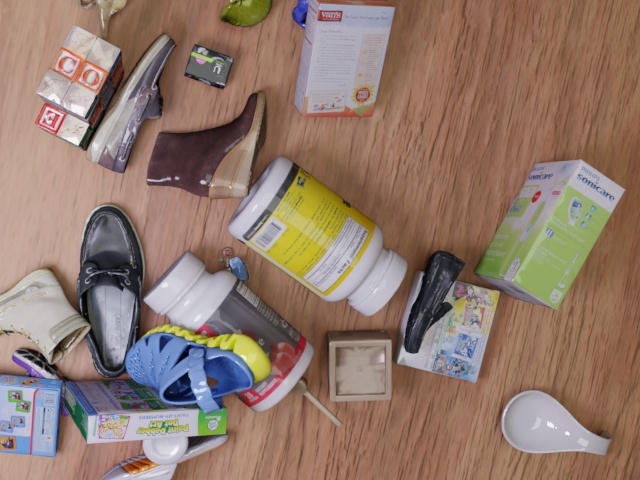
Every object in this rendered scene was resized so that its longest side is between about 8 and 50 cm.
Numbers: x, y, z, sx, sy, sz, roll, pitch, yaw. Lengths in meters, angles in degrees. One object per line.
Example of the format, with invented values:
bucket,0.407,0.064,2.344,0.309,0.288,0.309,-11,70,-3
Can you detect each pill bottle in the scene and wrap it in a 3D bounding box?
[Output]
pill bottle,-0.182,0.171,1.591,0.318,0.176,0.176,43,84,-11
pill bottle,0.000,0.000,1.614,0.334,0.188,0.188,36,86,-12
pill bottle,-0.303,0.373,1.589,0.086,0.152,0.086,-1,94,-12

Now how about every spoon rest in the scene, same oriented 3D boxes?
spoon rest,0.526,0.417,1.801,0.276,0.084,0.137,19,89,-13

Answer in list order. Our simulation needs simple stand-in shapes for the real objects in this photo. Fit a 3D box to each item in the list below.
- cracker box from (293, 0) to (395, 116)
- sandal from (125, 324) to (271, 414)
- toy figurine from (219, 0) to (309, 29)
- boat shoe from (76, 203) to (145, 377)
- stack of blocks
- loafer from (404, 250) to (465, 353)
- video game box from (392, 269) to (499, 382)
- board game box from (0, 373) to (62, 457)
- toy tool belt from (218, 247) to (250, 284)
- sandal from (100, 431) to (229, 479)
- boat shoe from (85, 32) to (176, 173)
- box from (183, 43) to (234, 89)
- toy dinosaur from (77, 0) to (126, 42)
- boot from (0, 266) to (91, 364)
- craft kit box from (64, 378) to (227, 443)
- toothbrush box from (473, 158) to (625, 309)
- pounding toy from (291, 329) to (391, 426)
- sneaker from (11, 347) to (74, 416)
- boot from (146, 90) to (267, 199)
cracker box,0.043,-0.359,1.600,0.155,0.067,0.232,-3,126,-21
sandal,-0.245,0.233,1.451,0.138,0.317,0.126,-48,121,-42
toy figurine,0.006,-0.486,1.595,0.362,0.191,0.217,-45,105,-5
boat shoe,-0.406,0.101,1.572,0.127,0.113,0.340,3,92,-10
stack of blocks,-0.428,-0.261,1.453,0.087,0.297,0.171,27,86,-12
loafer,0.234,0.132,1.680,0.078,0.076,0.223,21,85,-2
video game box,0.269,0.184,1.752,0.187,0.048,0.205,15,90,-9
board game box,-0.604,0.329,1.551,0.211,0.039,0.160,7,113,-10
toy tool belt,-0.173,0.054,1.650,0.052,0.051,0.083,-23,97,-10
sandal,-0.301,0.455,1.621,0.265,0.102,0.076,-17,95,-13
boat shoe,-0.348,-0.261,1.575,0.092,0.103,0.285,31,90,-17
box,-0.221,-0.343,1.617,0.083,0.052,0.062,18,89,-13
toy dinosaur,-0.418,-0.458,1.562,0.092,0.053,0.183,15,98,-5
boot,-0.554,0.173,1.532,0.213,0.077,0.165,-39,70,-9
craft kit box,-0.327,0.306,1.506,0.246,0.250,0.061,-1,95,-25
toothbrush box,0.469,-0.016,1.702,0.122,0.206,0.283,32,87,-11
pounding toy,0.040,0.284,1.692,0.205,0.094,0.181,-1,98,-2
sneaker,-0.536,0.278,1.581,0.071,0.068,0.170,-43,101,-1
boot,-0.219,-0.201,1.606,0.206,0.090,0.249,10,66,6
